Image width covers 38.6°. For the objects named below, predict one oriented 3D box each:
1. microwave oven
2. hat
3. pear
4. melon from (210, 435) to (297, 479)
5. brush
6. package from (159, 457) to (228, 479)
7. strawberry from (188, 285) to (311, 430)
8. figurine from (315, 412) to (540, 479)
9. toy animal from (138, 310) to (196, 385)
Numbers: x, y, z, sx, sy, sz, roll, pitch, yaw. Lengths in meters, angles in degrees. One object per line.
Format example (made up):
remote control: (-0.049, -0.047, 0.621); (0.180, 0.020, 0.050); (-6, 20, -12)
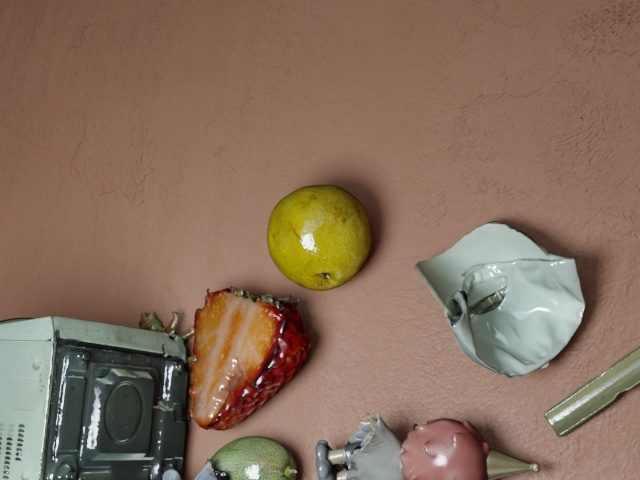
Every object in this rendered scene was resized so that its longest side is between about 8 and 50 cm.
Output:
microwave oven: (-0.442, 0.310, 1.689); (0.247, 0.394, 0.333); (-4, 78, 26)
hat: (0.308, 0.107, 1.680); (0.258, 0.168, 0.301); (-26, 37, -15)
pear: (0.000, 0.000, 1.785); (0.209, 0.209, 0.208); (-7, 69, 18)
melon: (-0.123, 0.434, 1.702); (0.192, 0.139, 0.139); (-11, 67, 28)
brush: (0.519, 0.245, 1.594); (0.282, 0.048, 0.054); (-38, 60, 12)
package: (-0.205, 0.535, 1.665); (0.194, 0.071, 0.269); (-19, 90, 36)
strawberry: (-0.121, 0.231, 1.778); (0.253, 0.150, 0.280); (-11, 69, 38)
figurine: (0.183, 0.384, 1.611); (0.387, 0.166, 0.207); (-11, 102, 14)
toy animal: (-0.294, 0.230, 1.891); (0.099, 0.057, 0.241); (-41, 64, 10)
